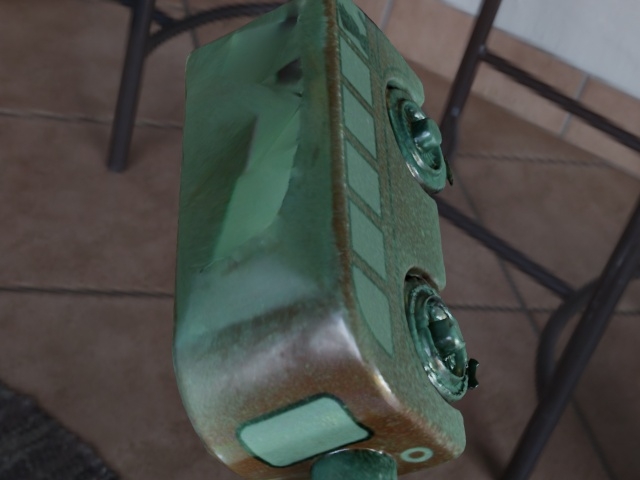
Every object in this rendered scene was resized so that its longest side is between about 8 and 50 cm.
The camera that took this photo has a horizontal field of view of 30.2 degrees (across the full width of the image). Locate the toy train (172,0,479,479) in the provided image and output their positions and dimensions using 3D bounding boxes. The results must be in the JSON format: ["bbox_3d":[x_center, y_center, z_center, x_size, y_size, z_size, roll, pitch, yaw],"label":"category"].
[{"bbox_3d":[0.000,0.000,0.690,0.159,0.129,0.326,41,36,-42],"label":"toy train"}]
